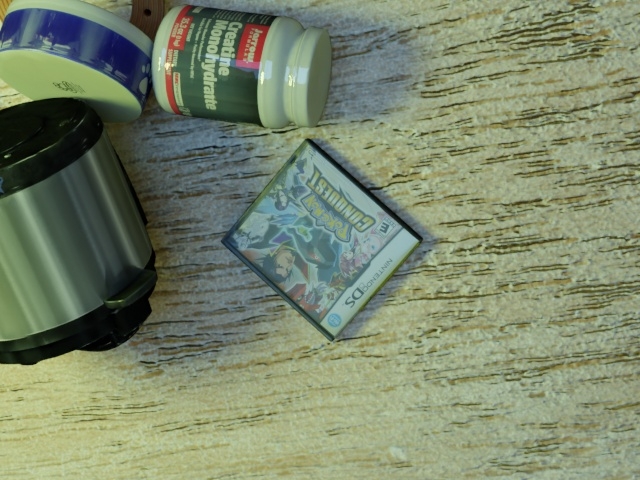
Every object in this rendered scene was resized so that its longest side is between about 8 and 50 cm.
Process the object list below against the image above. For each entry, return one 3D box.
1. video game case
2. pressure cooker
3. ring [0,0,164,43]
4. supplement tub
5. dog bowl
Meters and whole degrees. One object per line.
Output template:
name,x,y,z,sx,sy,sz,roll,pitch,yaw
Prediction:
video game case,0.000,0.000,1.785,0.275,0.035,0.248,42,103,5
pressure cooker,-0.484,0.009,1.701,0.376,0.370,0.420,-20,117,-6
ring,-0.432,-0.444,1.772,0.337,0.032,0.336,8,125,12
supplement tub,-0.132,-0.293,1.702,0.272,0.191,0.191,9,98,11
dog bowl,-0.412,-0.302,1.692,0.265,0.265,0.104,11,73,11
